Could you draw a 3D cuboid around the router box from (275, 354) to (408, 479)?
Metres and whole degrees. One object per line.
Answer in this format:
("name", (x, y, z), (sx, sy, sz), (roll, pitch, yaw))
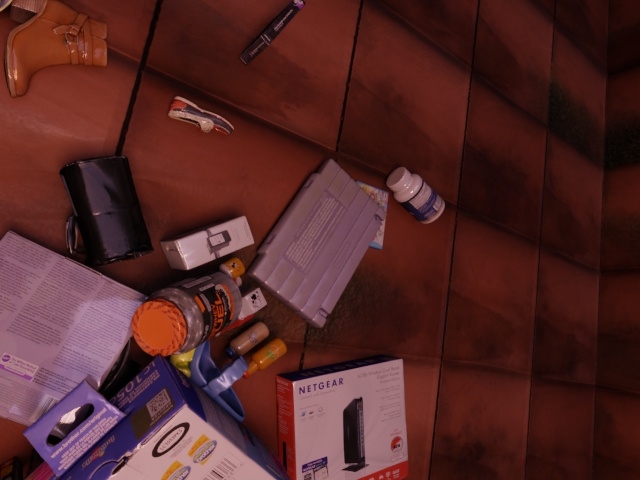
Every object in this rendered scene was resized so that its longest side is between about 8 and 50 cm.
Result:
("router box", (0.059, 0.455, 1.043), (0.335, 0.082, 0.301), (-1, 86, -34))

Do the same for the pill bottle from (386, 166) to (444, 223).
("pill bottle", (0.268, -0.131, 1.231), (0.169, 0.094, 0.094), (38, 66, -26))

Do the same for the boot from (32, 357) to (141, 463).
("boot", (-0.335, 0.351, 0.775), (0.246, 0.094, 0.207), (46, 66, -15))

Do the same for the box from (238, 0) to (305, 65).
("box", (-0.112, -0.480, 0.990), (0.029, 0.116, 0.162), (45, 64, -24))

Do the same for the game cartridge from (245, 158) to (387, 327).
("game cartridge", (0.000, 0.000, 1.050), (0.230, 0.068, 0.355), (40, 67, -17))

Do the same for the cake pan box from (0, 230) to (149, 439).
("cake pan box", (-0.444, 0.152, 0.693), (0.267, 0.070, 0.245), (29, 67, -14))

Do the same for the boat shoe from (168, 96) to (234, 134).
("boat shoe", (-0.251, -0.254, 0.915), (0.137, 0.049, 0.043), (22, 77, -28))

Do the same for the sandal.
("sandal", (-0.208, 0.333, 0.811), (0.138, 0.126, 0.317), (2, 97, 0))

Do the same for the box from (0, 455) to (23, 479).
("box", (-0.496, 0.382, 0.637), (0.094, 0.137, 0.027), (-29, 103, -33))

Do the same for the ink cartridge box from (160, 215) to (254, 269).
("ink cartridge box", (-0.229, 0.005, 0.869), (0.150, 0.109, 0.063), (-24, 102, -34))

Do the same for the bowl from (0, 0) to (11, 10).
("bowl", (-0.581, -0.418, 0.684), (0.170, 0.080, 0.170), (4, 83, -34))

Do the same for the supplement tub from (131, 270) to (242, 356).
("supplement tub", (-0.229, 0.126, 0.759), (0.190, 0.117, 0.117), (-26, 103, -71))

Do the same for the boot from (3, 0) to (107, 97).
("boot", (-0.463, -0.331, 0.765), (0.152, 0.073, 0.197), (8, 84, -38))

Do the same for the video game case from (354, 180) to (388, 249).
("video game case", (0.130, -0.067, 1.179), (0.119, 0.015, 0.166), (15, 78, -33))

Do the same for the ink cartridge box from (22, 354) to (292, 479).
("ink cartridge box", (-0.241, 0.370, 0.648), (0.270, 0.151, 0.395), (-43, 125, -15))

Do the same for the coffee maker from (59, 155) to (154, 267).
("coffee maker", (-0.359, -0.054, 0.749), (0.120, 0.171, 0.178), (-27, 105, -60))

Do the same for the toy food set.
("toy food set", (-0.175, 0.159, 0.891), (0.104, 0.111, 0.232), (-33, 107, -32))
